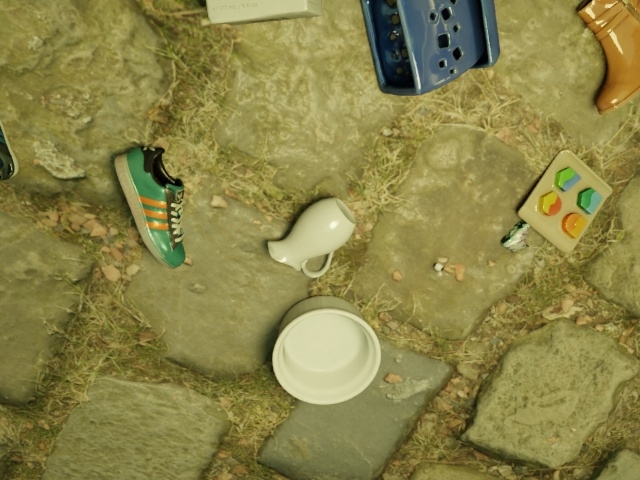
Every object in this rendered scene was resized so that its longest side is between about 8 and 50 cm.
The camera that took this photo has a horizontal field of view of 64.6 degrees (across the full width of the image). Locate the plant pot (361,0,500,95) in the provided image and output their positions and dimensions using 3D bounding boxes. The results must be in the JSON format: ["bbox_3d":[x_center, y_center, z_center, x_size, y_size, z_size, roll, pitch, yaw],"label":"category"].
[{"bbox_3d":[0.235,-0.451,1.075,0.212,0.236,0.235,-18,110,-6],"label":"plant pot"}]

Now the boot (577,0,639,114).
[{"bbox_3d":[0.677,-0.458,1.164,0.220,0.109,0.283,32,101,-15],"label":"boot"}]

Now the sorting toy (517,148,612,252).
[{"bbox_3d":[0.635,-0.099,1.303,0.193,0.038,0.208,36,91,-15],"label":"sorting toy"}]

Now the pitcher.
[{"bbox_3d":[0.000,0.000,1.272,0.207,0.125,0.178,-38,128,19],"label":"pitcher"}]

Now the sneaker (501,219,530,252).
[{"bbox_3d":[0.537,-0.008,1.346,0.069,0.038,0.098,38,109,-18],"label":"sneaker"}]

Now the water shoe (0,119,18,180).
[{"bbox_3d":[-0.757,-0.233,1.143,0.073,0.080,0.203,-23,109,3],"label":"water shoe"}]

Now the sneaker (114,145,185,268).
[{"bbox_3d":[-0.374,-0.078,1.211,0.121,0.108,0.301,-17,108,6],"label":"sneaker"}]

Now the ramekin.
[{"bbox_3d":[0.012,0.281,1.347,0.278,0.135,0.276,-1,109,-4],"label":"ramekin"}]

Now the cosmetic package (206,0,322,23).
[{"bbox_3d":[-0.122,-0.640,0.996,0.218,0.156,0.384,-1,110,14],"label":"cosmetic package"}]
